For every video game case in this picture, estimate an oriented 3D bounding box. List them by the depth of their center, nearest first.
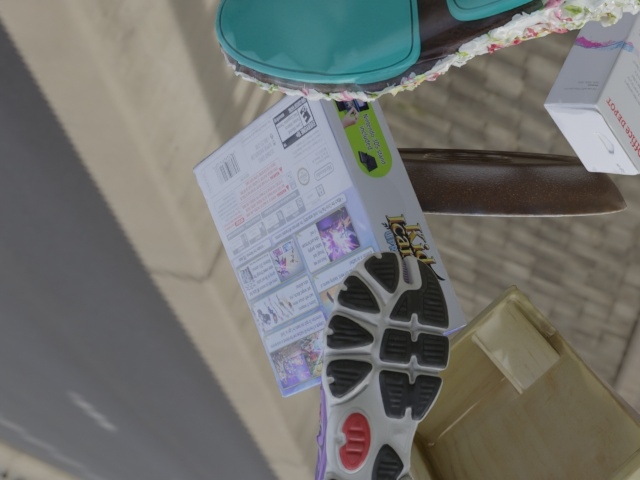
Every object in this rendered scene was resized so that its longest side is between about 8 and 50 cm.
[{"bbox_3d":[0.000,0.000,1.369,0.061,0.244,0.269,-18,174,-30],"label":"video game case"}]

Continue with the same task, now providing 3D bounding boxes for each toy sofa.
[{"bbox_3d":[0.162,0.176,0.951,0.177,0.150,0.362,45,-175,-14],"label":"toy sofa"}]

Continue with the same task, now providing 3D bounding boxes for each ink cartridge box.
[{"bbox_3d":[0.234,-0.125,1.180,0.052,0.122,0.088,5,148,42],"label":"ink cartridge box"}]

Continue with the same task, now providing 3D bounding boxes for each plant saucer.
[{"bbox_3d":[0.144,-0.060,1.476,0.310,0.050,0.310,3,-173,0],"label":"plant saucer"}]

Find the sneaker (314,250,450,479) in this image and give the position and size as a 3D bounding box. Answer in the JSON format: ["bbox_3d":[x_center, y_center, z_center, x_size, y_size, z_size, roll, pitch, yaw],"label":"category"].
[{"bbox_3d":[0.020,0.089,0.797,0.068,0.170,0.071,12,175,-15],"label":"sneaker"}]

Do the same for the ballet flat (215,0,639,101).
[{"bbox_3d":[0.065,-0.109,0.696,0.241,0.091,0.077,-9,165,32],"label":"ballet flat"}]
